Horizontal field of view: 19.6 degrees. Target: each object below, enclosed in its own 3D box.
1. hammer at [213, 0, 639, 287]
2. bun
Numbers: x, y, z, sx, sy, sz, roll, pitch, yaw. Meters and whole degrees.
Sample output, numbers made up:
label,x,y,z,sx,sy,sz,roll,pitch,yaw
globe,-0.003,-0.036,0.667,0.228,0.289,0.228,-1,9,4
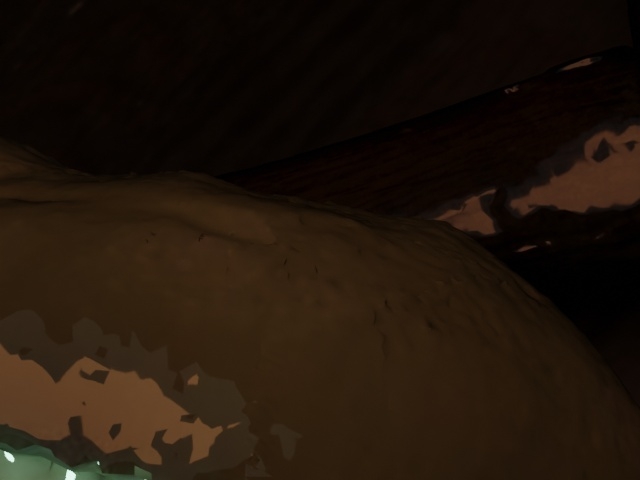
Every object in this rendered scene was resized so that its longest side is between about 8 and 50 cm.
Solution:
label,x,y,z,sx,sy,sz,roll,pitch,yaw
hammer,0.000,0.000,0.566,0.408,0.095,0.242,-14,60,13
bun,-0.040,0.070,0.445,0.287,0.287,0.146,4,50,20
